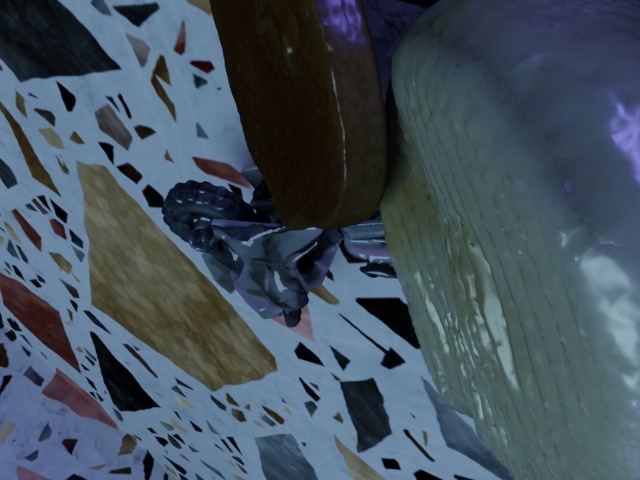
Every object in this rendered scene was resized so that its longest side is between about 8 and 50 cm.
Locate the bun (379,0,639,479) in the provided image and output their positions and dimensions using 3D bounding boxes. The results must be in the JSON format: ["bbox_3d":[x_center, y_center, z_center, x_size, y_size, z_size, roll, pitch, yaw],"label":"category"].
[{"bbox_3d":[0.178,0.002,0.503,0.365,0.219,0.365,160,90,-81],"label":"bun"}]

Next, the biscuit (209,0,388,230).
[{"bbox_3d":[-0.022,-0.138,0.622,0.257,0.049,0.273,152,104,-71],"label":"biscuit"}]

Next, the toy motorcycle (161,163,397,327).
[{"bbox_3d":[0.000,0.000,0.806,0.327,0.143,0.188,-3,136,30],"label":"toy motorcycle"}]
